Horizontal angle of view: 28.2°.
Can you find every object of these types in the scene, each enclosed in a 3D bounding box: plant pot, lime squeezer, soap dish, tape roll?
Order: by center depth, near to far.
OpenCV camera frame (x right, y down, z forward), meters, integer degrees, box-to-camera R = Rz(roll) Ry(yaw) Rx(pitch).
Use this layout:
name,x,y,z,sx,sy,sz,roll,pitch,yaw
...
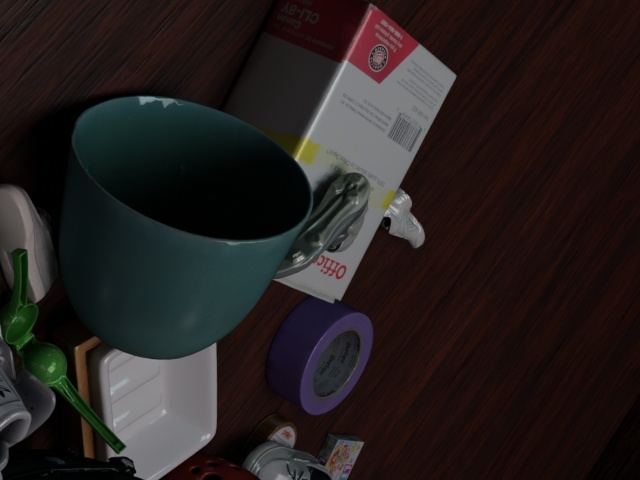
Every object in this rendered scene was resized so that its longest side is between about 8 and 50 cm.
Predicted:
name,x,y,z,sx,sy,sz,roll,pitch,yaw
lime squeezer,-0.326,0.128,1.535,0.059,0.110,0.310,-60,139,-48
plant pot,-0.184,0.001,1.547,0.293,0.293,0.235,-21,142,-48
soap dish,-0.252,0.196,1.733,0.229,0.118,0.290,-32,137,-40
plant pot,-0.149,0.438,1.973,0.191,0.174,0.191,-33,128,-56
tape roll,0.000,0.190,2.130,0.189,0.080,0.189,-35,139,-37

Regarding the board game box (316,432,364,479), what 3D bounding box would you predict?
name,x,y,z,sx,sy,sz,roll,pitch,yaw
board game box,0.016,0.438,2.386,0.103,0.026,0.154,19,97,-59

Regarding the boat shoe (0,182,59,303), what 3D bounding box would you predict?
name,x,y,z,sx,sy,sz,roll,pitch,yaw
boat shoe,-0.344,-0.005,1.507,0.063,0.066,0.184,-51,147,-38

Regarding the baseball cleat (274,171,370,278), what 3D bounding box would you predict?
name,x,y,z,sx,sy,sz,roll,pitch,yaw
baseball cleat,0.000,0.000,1.692,0.206,0.072,0.109,-41,149,-24

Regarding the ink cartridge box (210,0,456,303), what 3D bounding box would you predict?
name,x,y,z,sx,sy,sz,roll,pitch,yaw
ink cartridge box,-0.007,-0.134,1.802,0.279,0.160,0.384,27,90,-58

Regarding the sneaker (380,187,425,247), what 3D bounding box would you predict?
name,x,y,z,sx,sy,sz,roll,pitch,yaw
sneaker,0.134,-0.031,2.195,0.061,0.054,0.152,-44,139,-12

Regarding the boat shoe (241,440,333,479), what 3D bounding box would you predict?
name,x,y,z,sx,sy,sz,roll,pitch,yaw
boat shoe,-0.049,0.391,2.138,0.227,0.081,0.079,21,95,-59

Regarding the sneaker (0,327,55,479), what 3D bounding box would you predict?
name,x,y,z,sx,sy,sz,roll,pitch,yaw
sneaker,-0.380,0.093,1.384,0.137,0.210,0.365,-4,116,-55

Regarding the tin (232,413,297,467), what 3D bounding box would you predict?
name,x,y,z,sx,sy,sz,roll,pitch,yaw
tin,-0.107,0.383,2.162,0.189,0.040,0.106,-56,152,-11

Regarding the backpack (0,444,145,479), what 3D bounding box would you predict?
name,x,y,z,sx,sy,sz,roll,pitch,yaw
backpack,-0.404,0.362,1.488,0.355,0.290,0.273,22,77,-52
